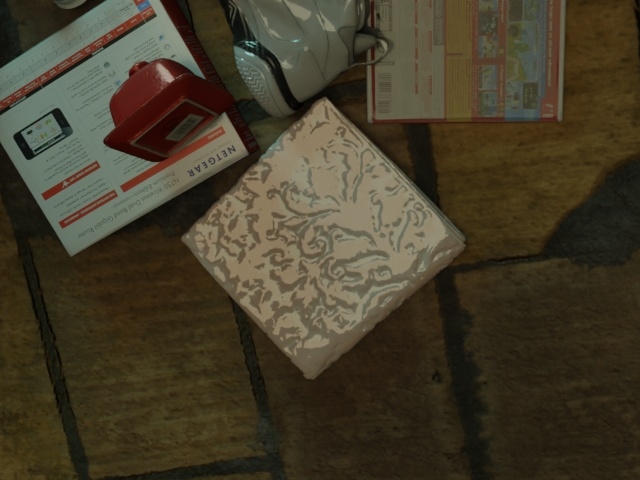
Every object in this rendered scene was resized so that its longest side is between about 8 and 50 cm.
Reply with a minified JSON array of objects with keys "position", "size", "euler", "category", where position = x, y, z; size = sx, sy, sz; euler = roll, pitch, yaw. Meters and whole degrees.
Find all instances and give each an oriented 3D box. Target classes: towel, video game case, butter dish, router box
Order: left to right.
[{"position":[-0.314,-0.185,1.489],"size":[0.336,0.082,0.301],"euler":[-28,97,13],"category":"router box"},{"position":[-0.229,-0.200,1.369],"size":[0.160,0.160,0.118],"euler":[-37,72,13],"category":"butter dish"},{"position":[0.000,0.000,1.498],"size":[0.332,0.053,0.317],"euler":[-43,92,14],"category":"towel"},{"position":[0.209,-0.274,1.423],"size":[0.285,0.025,0.203],"euler":[1,102,8],"category":"video game case"}]

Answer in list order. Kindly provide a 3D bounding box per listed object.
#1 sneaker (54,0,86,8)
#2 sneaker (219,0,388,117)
[{"position":[-0.424,-0.485,1.415],"size":[0.111,0.129,0.297],"euler":[-25,91,16],"category":"sneaker"},{"position":[-0.055,-0.373,1.378],"size":[0.210,0.137,0.365],"euler":[-22,103,18],"category":"sneaker"}]
